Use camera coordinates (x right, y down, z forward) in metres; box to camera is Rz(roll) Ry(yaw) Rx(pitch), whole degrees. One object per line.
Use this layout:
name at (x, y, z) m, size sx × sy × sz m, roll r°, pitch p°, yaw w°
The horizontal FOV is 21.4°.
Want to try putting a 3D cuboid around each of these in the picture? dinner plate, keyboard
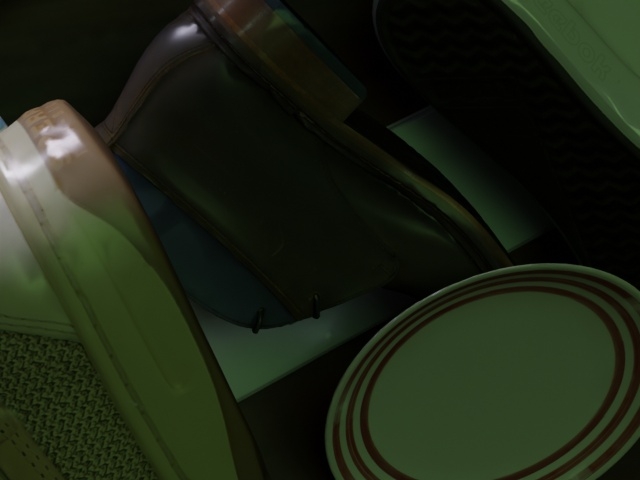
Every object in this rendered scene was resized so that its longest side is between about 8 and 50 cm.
dinner plate at (0.068, 0.061, 0.663) m, size 0.141 × 0.141 × 0.017 m, roll 3°, pitch 36°, yaw -22°
keyboard at (-0.010, 0.012, 0.686) m, size 0.256 × 0.014 × 0.072 m, roll -27°, pitch 97°, yaw -24°

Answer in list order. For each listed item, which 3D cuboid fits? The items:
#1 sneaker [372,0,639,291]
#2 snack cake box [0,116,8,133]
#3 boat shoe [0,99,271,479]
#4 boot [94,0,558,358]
sneaker at (0.153, -0.040, 0.712) m, size 0.290 × 0.106 × 0.123 m, roll 49°, pitch 49°, yaw -18°
snack cake box at (-0.240, -0.087, 0.540) m, size 0.152 × 0.089 × 0.264 m, roll -40°, pitch 97°, yaw -6°
boat shoe at (-0.058, 0.122, 0.563) m, size 0.110 × 0.121 × 0.341 m, roll -28°, pitch 113°, yaw -11°
boot at (0.000, 0.000, 0.659) m, size 0.106 × 0.082 × 0.219 m, roll -41°, pitch 116°, yaw 5°
